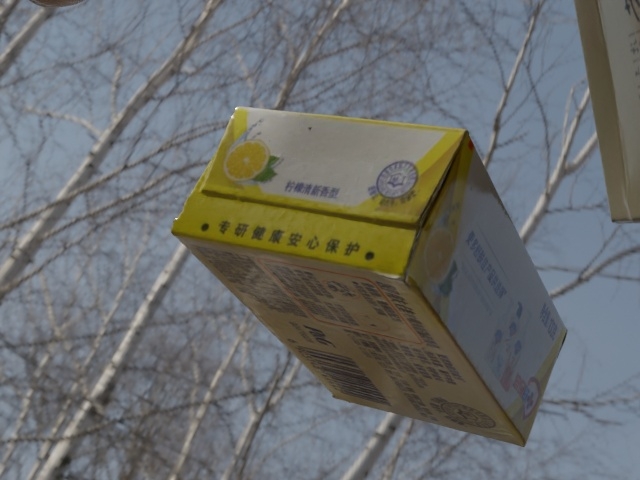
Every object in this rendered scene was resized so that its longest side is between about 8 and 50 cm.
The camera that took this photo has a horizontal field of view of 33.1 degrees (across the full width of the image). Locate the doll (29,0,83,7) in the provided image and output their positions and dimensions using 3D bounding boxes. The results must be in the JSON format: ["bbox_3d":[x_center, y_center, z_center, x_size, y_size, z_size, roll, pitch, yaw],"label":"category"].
[{"bbox_3d":[-0.201,-0.260,0.913,0.160,0.365,0.094,39,-50,21],"label":"doll"}]

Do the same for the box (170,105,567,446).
[{"bbox_3d":[0.046,0.031,0.708,0.168,0.097,0.265,9,-25,33],"label":"box"}]

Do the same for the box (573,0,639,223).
[{"bbox_3d":[0.258,-0.119,0.612,0.051,0.365,0.205,-10,-89,-15],"label":"box"}]
